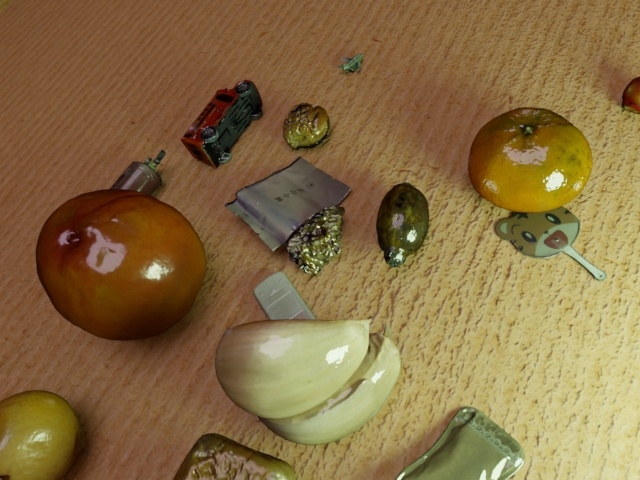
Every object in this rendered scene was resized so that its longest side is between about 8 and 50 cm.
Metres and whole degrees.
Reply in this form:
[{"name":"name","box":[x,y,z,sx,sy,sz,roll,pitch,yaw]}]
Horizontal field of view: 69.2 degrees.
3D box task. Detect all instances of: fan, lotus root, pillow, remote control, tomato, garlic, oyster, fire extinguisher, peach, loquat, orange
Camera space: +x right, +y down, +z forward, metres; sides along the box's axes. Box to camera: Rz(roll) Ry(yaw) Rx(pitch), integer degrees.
[{"name":"fan","box":[0.483,0.000,0.947,0.153,0.008,0.226,-35,57,-7]},{"name":"lotus root","box":[0.175,-0.036,0.989,0.120,0.120,0.209,4,60,18]},{"name":"pillow","box":[0.227,0.380,0.769,0.218,0.033,0.130,-34,48,-20]},{"name":"remote control","box":[-0.072,0.152,1.003,0.088,0.029,0.190,-36,58,-6]},{"name":"tomato","box":[0.712,-0.316,1.025,0.075,0.087,0.087,-54,54,25]},{"name":"garlic","box":[-0.026,0.229,0.824,0.313,0.286,0.249,-3,25,17]},{"name":"oyster","box":[0.003,-0.007,1.042,0.105,0.056,0.177,45,69,1]},{"name":"fire extinguisher","box":[-0.508,-0.130,1.247,0.105,0.104,0.269,24,69,26]},{"name":"peach","box":[-0.426,0.045,1.004,0.343,0.301,0.342,-7,58,12]},{"name":"loquat","box":[-0.583,0.398,0.908,0.208,0.208,0.208,-7,59,12]},{"name":"orange","box":[0.429,-0.170,0.961,0.240,0.171,0.240,-7,57,11]}]

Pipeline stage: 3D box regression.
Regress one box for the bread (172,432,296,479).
[{"name":"bread","box":[-0.163,0.464,0.766,0.196,0.176,0.246,20,65,12]}]

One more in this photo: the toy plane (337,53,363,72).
[{"name":"toy plane","box":[0.092,-0.510,1.337,0.083,0.033,0.080,-37,57,-15]}]

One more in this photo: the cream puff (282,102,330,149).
[{"name":"cream puff","box":[-0.040,-0.303,1.217,0.133,0.104,0.119,-21,64,4]}]

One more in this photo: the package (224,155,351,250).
[{"name":"package","box":[-0.080,-0.096,1.138,0.251,0.062,0.204,-37,57,-22]}]

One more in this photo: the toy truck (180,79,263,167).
[{"name":"toy truck","box":[-0.268,-0.334,1.291,0.114,0.107,0.252,21,69,24]}]
